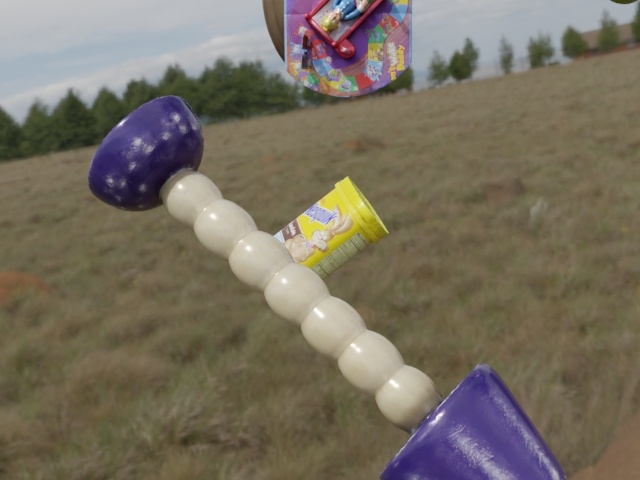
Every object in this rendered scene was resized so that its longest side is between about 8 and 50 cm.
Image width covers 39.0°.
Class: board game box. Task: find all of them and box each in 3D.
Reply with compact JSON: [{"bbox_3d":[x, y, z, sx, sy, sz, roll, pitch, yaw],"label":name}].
[{"bbox_3d":[0.027,-0.231,0.919,0.133,0.169,0.033,1,9,6],"label":"board game box"}]

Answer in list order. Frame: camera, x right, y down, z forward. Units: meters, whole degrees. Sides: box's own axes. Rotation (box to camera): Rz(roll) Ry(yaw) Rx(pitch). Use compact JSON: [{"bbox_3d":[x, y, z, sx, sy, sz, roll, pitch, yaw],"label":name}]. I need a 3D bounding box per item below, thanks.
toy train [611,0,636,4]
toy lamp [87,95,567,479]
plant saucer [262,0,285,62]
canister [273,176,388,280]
[{"bbox_3d":[0.245,-0.198,0.628,0.105,0.248,0.143,-35,4,-10],"label":"toy train"},{"bbox_3d":[0.002,0.039,0.451,0.080,0.274,0.080,-43,-15,-14],"label":"toy lamp"},{"bbox_3d":[0.023,-0.379,1.395,0.041,0.278,0.278,13,24,43],"label":"plant saucer"},{"bbox_3d":[0.000,0.000,1.279,0.170,0.073,0.126,-38,27,6],"label":"canister"}]
